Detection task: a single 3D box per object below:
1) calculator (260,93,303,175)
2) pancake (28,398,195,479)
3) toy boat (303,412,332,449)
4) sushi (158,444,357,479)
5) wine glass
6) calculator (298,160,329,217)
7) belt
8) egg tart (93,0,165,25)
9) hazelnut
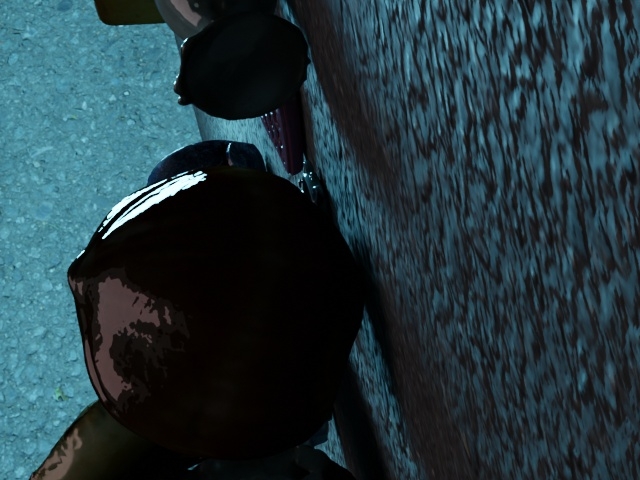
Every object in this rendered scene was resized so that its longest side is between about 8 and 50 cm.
[{"bbox_3d":[-0.056,-0.156,1.443,0.126,0.034,0.190,86,158,-59],"label":"calculator"},{"bbox_3d":[-0.137,0.179,1.603,0.082,0.387,0.387,47,168,10],"label":"pancake"},{"bbox_3d":[-0.045,0.133,1.833,0.102,0.088,0.215,-110,6,-77],"label":"toy boat"},{"bbox_3d":[-0.065,0.329,1.499,0.281,0.299,0.294,50,169,16],"label":"sushi"},{"bbox_3d":[-0.080,-0.189,1.285,0.222,0.103,0.103,-110,8,-48],"label":"wine glass"},{"bbox_3d":[0.000,0.000,1.387,0.094,0.019,0.141,-111,10,-50],"label":"calculator"},{"bbox_3d":[-0.125,-0.048,1.909,0.190,0.141,0.082,90,163,-65],"label":"belt"},{"bbox_3d":[-0.201,-0.337,1.944,0.202,0.147,0.202,167,90,-87],"label":"egg tart"},{"bbox_3d":[-0.079,0.044,1.242,0.229,0.229,0.229,166,90,-85],"label":"hazelnut"}]
